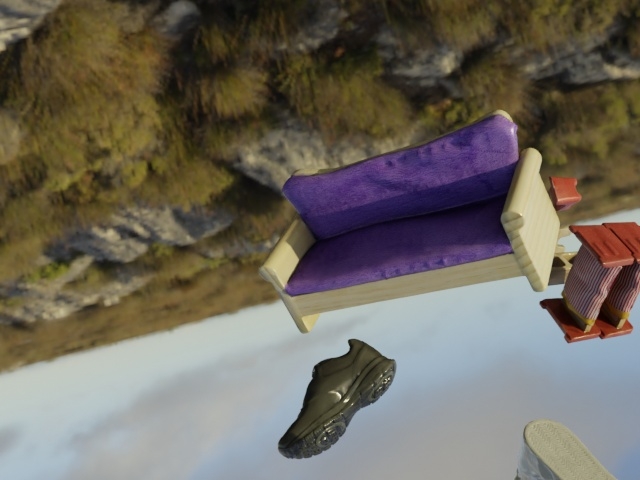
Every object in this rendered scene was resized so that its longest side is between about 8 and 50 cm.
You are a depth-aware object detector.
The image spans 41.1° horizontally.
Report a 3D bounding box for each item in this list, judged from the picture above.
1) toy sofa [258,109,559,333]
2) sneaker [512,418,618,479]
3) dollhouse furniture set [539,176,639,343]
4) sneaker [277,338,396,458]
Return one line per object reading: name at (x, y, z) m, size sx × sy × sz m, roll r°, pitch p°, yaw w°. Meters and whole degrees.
toy sofa at (0.101, -0.015, 1.080) m, size 0.362 × 0.177 × 0.150 m, roll -13°, pitch -152°, yaw 31°
sneaker at (0.363, 0.405, 1.169) m, size 0.108 × 0.169 × 0.293 m, roll -9°, pitch -141°, yaw -20°
dollhouse furniture set at (0.491, 0.007, 1.699) m, size 0.152 × 0.201 × 0.374 m, roll -4°, pitch -144°, yaw -18°
sneaker at (0.016, 0.307, 1.663) m, size 0.286 × 0.130 × 0.109 m, roll -39°, pitch 150°, yaw -24°
